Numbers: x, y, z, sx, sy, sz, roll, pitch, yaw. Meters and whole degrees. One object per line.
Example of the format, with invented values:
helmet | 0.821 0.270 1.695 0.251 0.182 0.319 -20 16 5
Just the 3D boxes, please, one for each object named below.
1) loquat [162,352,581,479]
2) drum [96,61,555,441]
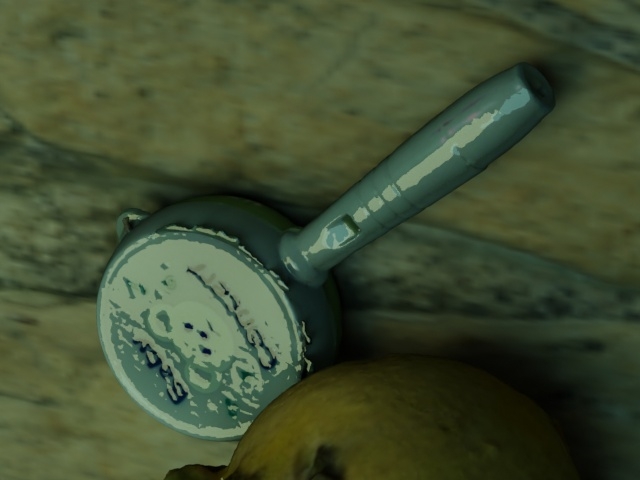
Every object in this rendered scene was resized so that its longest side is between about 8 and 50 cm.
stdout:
loquat | 0.027 0.132 0.831 0.204 0.149 0.172 13 123 1
drum | 0.009 0.019 0.858 0.253 0.049 0.130 -19 102 30
